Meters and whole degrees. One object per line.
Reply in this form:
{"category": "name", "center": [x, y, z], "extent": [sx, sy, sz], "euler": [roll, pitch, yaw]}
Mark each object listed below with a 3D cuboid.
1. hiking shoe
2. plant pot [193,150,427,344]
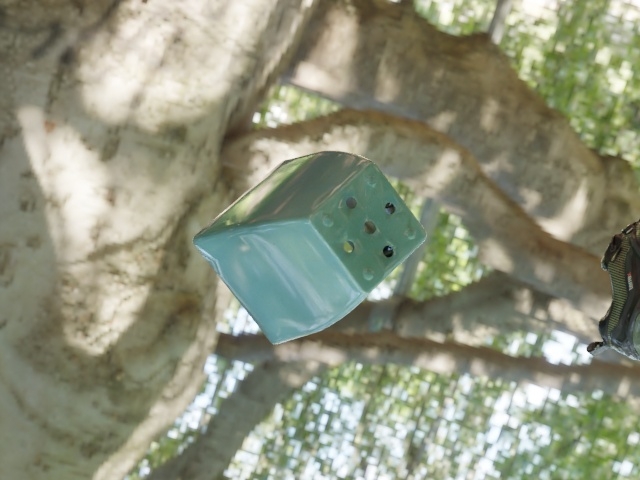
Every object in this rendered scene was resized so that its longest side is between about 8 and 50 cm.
{"category": "hiking shoe", "center": [0.291, -0.004, 1.005], "extent": [0.086, 0.227, 0.114], "euler": [35, 162, -31]}
{"category": "plant pot", "center": [0.000, 0.000, 1.330], "extent": [0.165, 0.165, 0.234], "euler": [52, 156, -11]}
